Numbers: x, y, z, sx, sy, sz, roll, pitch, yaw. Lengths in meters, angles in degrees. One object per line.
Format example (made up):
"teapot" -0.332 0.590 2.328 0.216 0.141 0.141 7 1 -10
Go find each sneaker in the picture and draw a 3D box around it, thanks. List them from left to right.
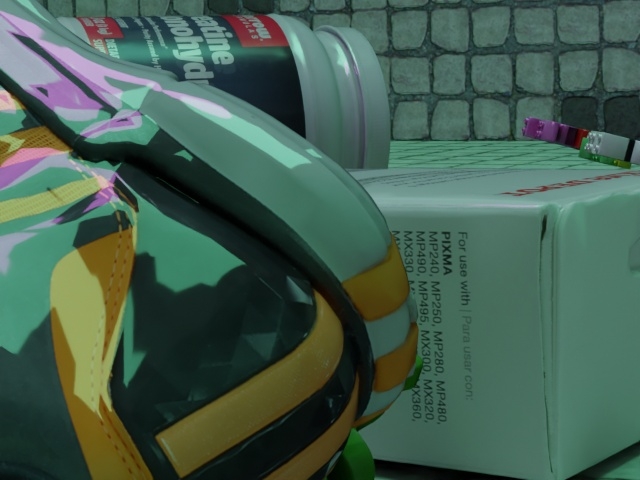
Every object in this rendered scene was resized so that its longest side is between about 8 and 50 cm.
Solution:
"sneaker" -0.146 -0.002 0.412 0.321 0.125 0.180 24 44 34

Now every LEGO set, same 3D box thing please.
"LEGO set" 0.216 -0.061 1.336 0.093 0.087 0.227 13 5 -7

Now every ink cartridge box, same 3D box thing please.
"ink cartridge box" 0.029 0.023 0.621 0.237 0.100 0.172 2 7 35

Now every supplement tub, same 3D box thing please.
"supplement tub" -0.099 -0.090 1.237 0.272 0.191 0.191 -4 7 -22

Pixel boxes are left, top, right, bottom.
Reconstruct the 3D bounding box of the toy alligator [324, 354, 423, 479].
"toy alligator" -0.049 0.073 0.461 0.189 0.056 0.051 -11 53 -19
